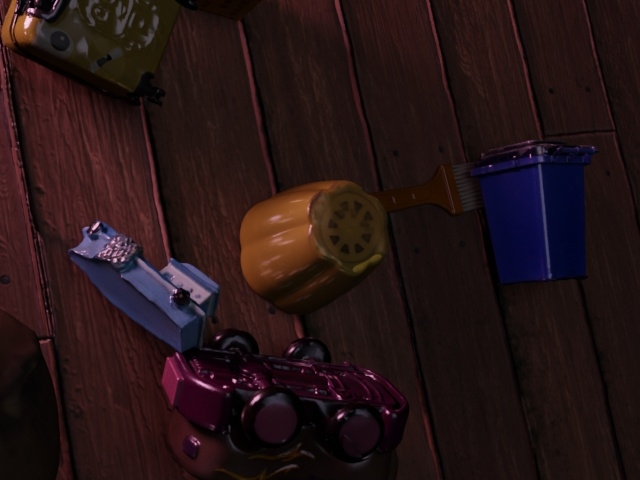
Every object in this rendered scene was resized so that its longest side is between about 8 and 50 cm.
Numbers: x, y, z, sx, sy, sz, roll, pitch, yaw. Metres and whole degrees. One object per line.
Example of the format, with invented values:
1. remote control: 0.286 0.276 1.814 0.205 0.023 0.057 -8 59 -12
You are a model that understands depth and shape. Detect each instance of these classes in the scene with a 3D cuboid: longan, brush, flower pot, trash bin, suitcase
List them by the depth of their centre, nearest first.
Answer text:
1. longan: -0.434 0.218 1.147 0.319 0.319 0.318 8 74 -28
2. suitcase: -0.308 -0.308 1.424 0.235 0.143 0.193 24 81 -35
3. flower pot: 0.000 0.000 1.516 0.195 0.179 0.195 7 74 -26
4. brush: 0.153 -0.073 1.718 0.314 0.017 0.090 -11 84 -31
5. trash bin: 0.369 -0.046 1.738 0.163 0.184 0.234 -2 85 -39

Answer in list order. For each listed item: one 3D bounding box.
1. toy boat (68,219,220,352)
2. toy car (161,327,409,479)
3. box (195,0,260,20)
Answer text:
1. toy boat: -0.233 0.046 1.387 0.238 0.109 0.098 35 51 19
2. toy car: -0.056 0.272 1.396 0.341 0.271 0.240 12 100 -19
3. box: -0.190 -0.409 1.522 0.237 0.152 0.070 9 73 -29
